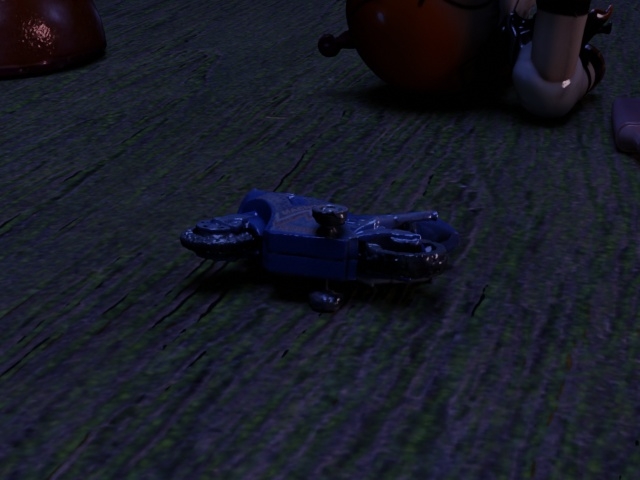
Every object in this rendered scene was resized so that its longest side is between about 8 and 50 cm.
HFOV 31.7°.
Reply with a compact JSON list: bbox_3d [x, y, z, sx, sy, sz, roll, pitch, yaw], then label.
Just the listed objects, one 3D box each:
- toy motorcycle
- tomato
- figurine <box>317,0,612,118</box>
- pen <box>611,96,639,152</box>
[{"bbox_3d":[0.000,0.000,0.864,0.205,0.076,0.114,5,15,12],"label":"toy motorcycle"},{"bbox_3d":[-0.466,-0.348,1.601,0.290,0.176,0.335,-14,24,-37],"label":"tomato"},{"bbox_3d":[0.169,-0.259,1.341,0.323,0.196,0.320,20,-15,25],"label":"figurine"},{"bbox_3d":[0.342,-0.122,1.214,0.053,0.032,0.197,5,20,10],"label":"pen"}]
